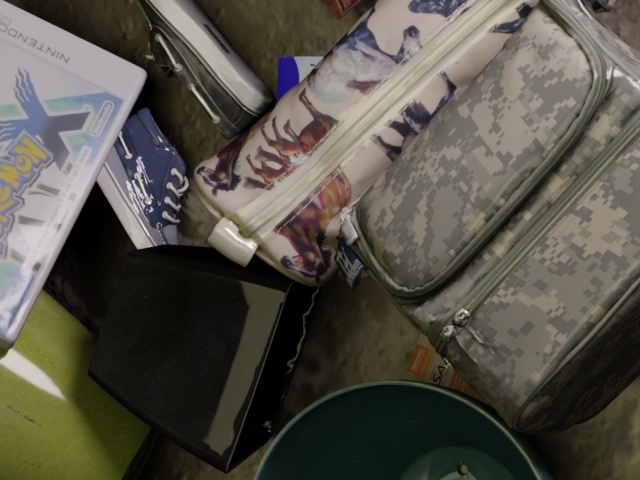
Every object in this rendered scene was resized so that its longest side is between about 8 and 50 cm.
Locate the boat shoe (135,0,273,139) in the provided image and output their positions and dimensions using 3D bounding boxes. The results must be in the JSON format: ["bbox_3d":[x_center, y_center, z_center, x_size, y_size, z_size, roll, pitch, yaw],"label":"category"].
[{"bbox_3d":[-0.143,-0.198,1.715,0.070,0.078,0.219,-43,77,15],"label":"boat shoe"}]

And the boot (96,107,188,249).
[{"bbox_3d":[-0.165,-0.040,1.732,0.086,0.069,0.190,-32,89,0],"label":"boot"}]

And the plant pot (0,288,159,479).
[{"bbox_3d":[-0.316,0.165,1.703,0.294,0.275,0.274,28,100,5],"label":"plant pot"}]

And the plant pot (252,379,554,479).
[{"bbox_3d":[0.099,0.266,1.551,0.290,0.195,0.290,0,90,21],"label":"plant pot"}]

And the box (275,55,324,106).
[{"bbox_3d":[0.029,-0.112,1.649,0.137,0.072,0.126,3,90,22],"label":"box"}]

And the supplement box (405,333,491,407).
[{"bbox_3d":[0.140,0.118,1.622,0.098,0.036,0.062,22,97,21],"label":"supplement box"}]

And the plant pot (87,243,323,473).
[{"bbox_3d":[-0.114,0.094,1.628,0.167,0.187,0.188,19,97,10],"label":"plant pot"}]

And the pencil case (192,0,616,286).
[{"bbox_3d":[0.070,-0.133,1.501,0.410,0.183,0.160,-44,80,11],"label":"pencil case"}]

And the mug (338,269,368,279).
[{"bbox_3d":[0.044,-0.003,1.658,0.062,0.078,0.064,-41,63,50],"label":"mug"}]

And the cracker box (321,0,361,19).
[{"bbox_3d":[0.053,-0.345,1.608,0.232,0.067,0.155,-40,76,-2],"label":"cracker box"}]

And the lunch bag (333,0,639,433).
[{"bbox_3d":[0.186,-0.024,1.365,0.305,0.212,0.256,-49,64,16],"label":"lunch bag"}]

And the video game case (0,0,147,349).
[{"bbox_3d":[-0.366,-0.098,1.644,0.300,0.036,0.329,26,64,-7],"label":"video game case"}]
